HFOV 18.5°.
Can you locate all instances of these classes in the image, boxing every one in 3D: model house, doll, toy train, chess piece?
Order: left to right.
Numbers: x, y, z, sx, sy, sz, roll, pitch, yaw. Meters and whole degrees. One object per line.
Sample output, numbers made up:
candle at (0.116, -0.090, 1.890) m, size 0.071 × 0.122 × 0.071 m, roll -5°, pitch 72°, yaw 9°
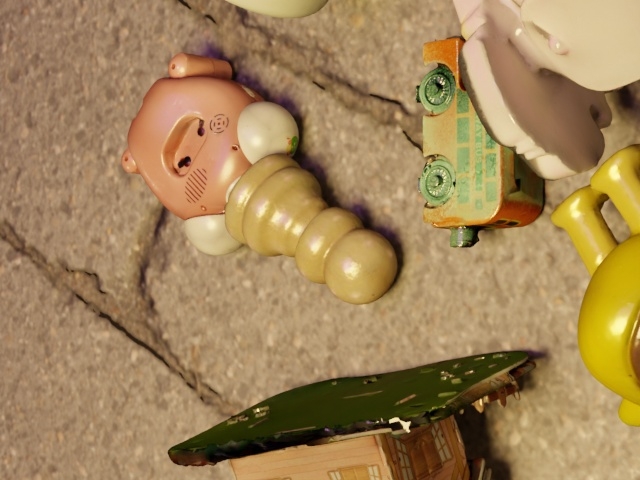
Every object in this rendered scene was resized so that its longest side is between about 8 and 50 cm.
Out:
chess piece at (0.000, 0.000, 1.818) m, size 0.170 × 0.094 × 0.094 m, roll 36°, pitch 111°, yaw 30°
model house at (0.047, 0.204, 1.693) m, size 0.294 × 0.207 × 0.154 m, roll -13°, pitch 94°, yaw 39°
toy train at (0.139, -0.088, 1.701) m, size 0.099 × 0.072 × 0.188 m, roll -5°, pitch 82°, yaw 36°
doll at (0.294, 0.097, 1.494) m, size 0.199 × 0.145 × 0.363 m, roll -51°, pitch 58°, yaw 44°

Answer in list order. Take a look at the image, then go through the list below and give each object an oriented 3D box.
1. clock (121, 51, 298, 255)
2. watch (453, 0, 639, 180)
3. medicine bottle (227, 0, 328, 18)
clock at (-0.108, -0.084, 1.914) m, size 0.162 × 0.093 × 0.166 m, roll 43°, pitch 114°, yaw 33°
watch at (0.234, -0.187, 1.532) m, size 0.231 × 0.196 × 0.244 m, roll -23°, pitch 31°, yaw 36°
medicine bottle at (-0.041, -0.362, 1.766) m, size 0.241 × 0.252 × 0.252 m, roll -53°, pitch 55°, yaw 24°
